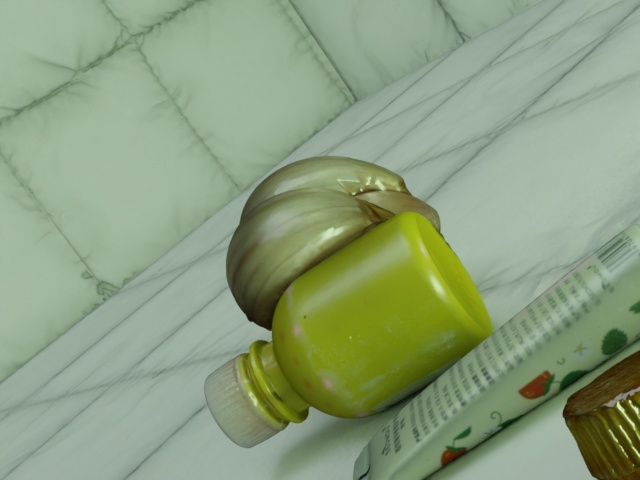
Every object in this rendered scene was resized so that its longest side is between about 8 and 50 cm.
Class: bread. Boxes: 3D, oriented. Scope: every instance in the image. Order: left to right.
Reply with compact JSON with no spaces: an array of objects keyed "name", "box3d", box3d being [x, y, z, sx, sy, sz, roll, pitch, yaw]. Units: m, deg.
[{"name":"bread","box3d":[0.161,0.084,0.526,0.085,0.053,0.085,-33,-3,-2]}]

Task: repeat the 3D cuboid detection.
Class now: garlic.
[{"name":"garlic","box3d":[0.000,0.000,0.973,0.191,0.214,0.160,-40,52,6]}]

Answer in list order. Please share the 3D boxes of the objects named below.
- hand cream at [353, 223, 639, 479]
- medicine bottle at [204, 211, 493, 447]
[{"name":"hand cream","box3d":[0.127,0.078,0.687,0.276,0.059,0.095,-38,10,12]},{"name":"medicine bottle","box3d":[0.014,0.080,0.838,0.212,0.122,0.122,-33,10,15]}]
